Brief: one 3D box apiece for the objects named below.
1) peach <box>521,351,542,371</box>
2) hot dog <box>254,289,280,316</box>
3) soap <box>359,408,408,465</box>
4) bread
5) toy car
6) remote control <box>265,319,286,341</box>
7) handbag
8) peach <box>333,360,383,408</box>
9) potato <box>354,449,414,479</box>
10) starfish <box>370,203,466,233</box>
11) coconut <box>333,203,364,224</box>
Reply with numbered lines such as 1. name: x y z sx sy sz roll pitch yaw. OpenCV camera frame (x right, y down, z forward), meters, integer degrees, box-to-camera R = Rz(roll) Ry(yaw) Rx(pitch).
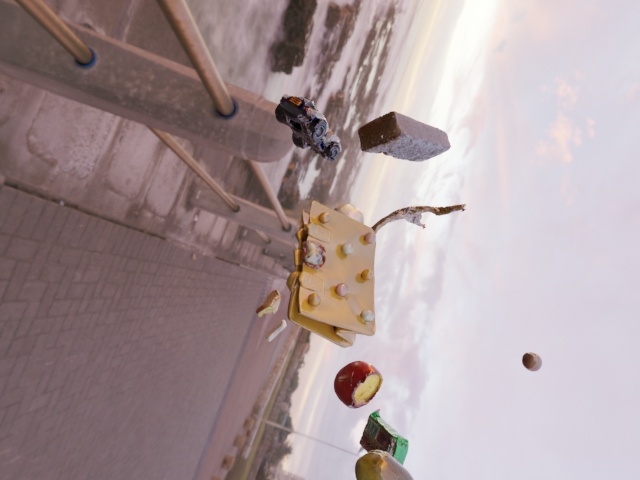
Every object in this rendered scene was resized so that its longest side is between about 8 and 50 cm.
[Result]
1. peach: 0.890 0.512 1.833 0.083 0.083 0.083 21 90 -87
2. hot dog: -0.202 0.266 1.758 0.061 0.078 0.169 64 35 -17
3. soap: 0.300 0.966 2.090 0.273 0.098 0.217 11 -99 66
4. bread: 0.323 -0.369 1.611 0.417 0.165 0.113 -3 81 -50
5. toy car: -0.032 -0.387 1.490 0.118 0.193 0.301 -51 153 -4
6. remote control: -0.214 0.434 2.096 0.122 0.032 0.074 -43 -170 -1
7. handbag: 0.042 0.094 1.309 0.133 0.283 0.400 -36 -143 45
8. peach: 0.174 0.644 1.946 0.226 0.189 0.196 -25 -169 33
9. potato: 0.238 0.867 1.569 0.197 0.228 0.148 -10 138 -43
10. starfish: 0.372 -0.074 1.878 0.384 0.399 0.132 91 -22 -81
11. coconut: 0.152 -0.101 2.339 0.194 0.195 0.194 21 90 -87
